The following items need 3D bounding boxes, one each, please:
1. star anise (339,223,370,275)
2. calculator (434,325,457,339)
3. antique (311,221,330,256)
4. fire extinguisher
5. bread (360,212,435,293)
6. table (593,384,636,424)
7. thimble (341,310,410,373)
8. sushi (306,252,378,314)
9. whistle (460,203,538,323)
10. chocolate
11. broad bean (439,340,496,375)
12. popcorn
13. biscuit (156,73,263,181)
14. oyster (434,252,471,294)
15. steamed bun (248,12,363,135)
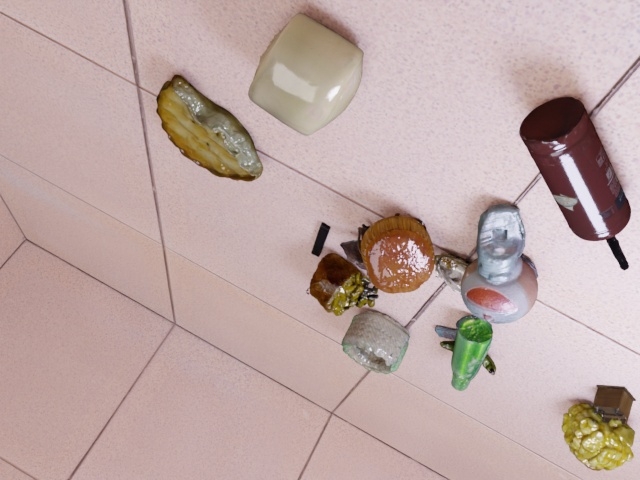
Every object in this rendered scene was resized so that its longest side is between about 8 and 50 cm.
[{"bbox_3d":[0.161,0.042,1.718,0.229,0.093,0.236,19,154,11],"label":"star anise"},{"bbox_3d":[0.438,0.297,1.933,0.171,0.018,0.057,5,144,38],"label":"calculator"},{"bbox_3d":[0.000,0.000,1.878,0.031,0.015,0.192,28,153,5],"label":"antique"},{"bbox_3d":[0.483,-0.092,1.126,0.114,0.136,0.337,-25,125,25],"label":"fire extinguisher"},{"bbox_3d":[0.196,0.041,1.565,0.199,0.104,0.199,1,120,2],"label":"bread"},{"bbox_3d":[0.828,0.465,1.751,0.070,0.082,0.083,44,149,-24],"label":"table"},{"bbox_3d":[0.191,0.346,2.113,0.218,0.150,0.219,24,152,14],"label":"thimble"},{"bbox_3d":[0.067,0.153,1.926,0.179,0.166,0.296,44,152,25],"label":"sushi"},{"bbox_3d":[0.412,0.070,1.440,0.189,0.189,0.348,14,137,29],"label":"whistle"},{"bbox_3d":[0.442,0.353,1.863,0.110,0.110,0.291,20,137,19],"label":"chocolate"},{"bbox_3d":[0.475,0.358,1.958,0.195,0.061,0.046,30,123,27],"label":"broad bean"},{"bbox_3d":[0.831,0.582,1.848,0.189,0.218,0.170,14,114,-1],"label":"popcorn"},{"bbox_3d":[-0.304,-0.296,1.635,0.329,0.078,0.335,21,151,24],"label":"biscuit"},{"bbox_3d":[0.368,0.090,1.618,0.177,0.056,0.105,25,137,1],"label":"oyster"},{"bbox_3d":[-0.035,-0.315,1.243,0.200,0.155,0.250,35,155,-7],"label":"steamed bun"}]
